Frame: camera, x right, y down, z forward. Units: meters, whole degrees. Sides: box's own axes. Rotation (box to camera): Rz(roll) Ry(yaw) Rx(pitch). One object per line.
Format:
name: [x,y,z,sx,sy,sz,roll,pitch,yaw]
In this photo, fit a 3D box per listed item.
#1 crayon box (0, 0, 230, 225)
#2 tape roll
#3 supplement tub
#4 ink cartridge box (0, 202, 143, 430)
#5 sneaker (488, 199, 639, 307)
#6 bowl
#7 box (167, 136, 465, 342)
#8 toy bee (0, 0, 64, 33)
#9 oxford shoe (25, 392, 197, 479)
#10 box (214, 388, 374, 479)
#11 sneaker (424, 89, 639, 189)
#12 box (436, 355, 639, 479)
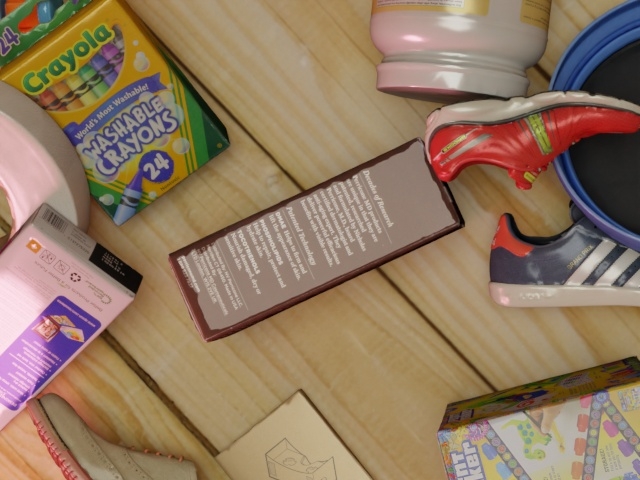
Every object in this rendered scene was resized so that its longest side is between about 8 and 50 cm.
crayon box: [-0.303,-0.206,1.932,0.203,0.083,0.323,-36,111,7]
tape roll: [-0.518,-0.062,1.938,0.392,0.072,0.392,5,123,8]
supplement tub: [0.193,-0.356,1.849,0.241,0.241,0.331,7,91,8]
ink cartridge box: [-0.429,0.121,1.960,0.175,0.069,0.371,38,119,-16]
sneaker: [0.402,0.012,1.873,0.350,0.131,0.148,-1,94,8]
bowl: [0.493,-0.151,1.826,0.391,0.077,0.391,-4,67,8]
box: [0.000,0.000,1.901,0.381,0.191,0.143,-23,87,7]
toy bee: [-0.402,-0.352,1.995,0.195,0.162,0.298,18,117,-1]
oxford shoe: [-0.259,0.350,1.985,0.146,0.140,0.397,-43,87,-15]
box: [-0.029,0.341,1.990,0.164,0.021,0.201,-40,84,6]
sneaker: [0.275,-0.125,1.772,0.279,0.107,0.118,-6,87,7]
box: [0.312,0.279,1.807,0.279,0.290,0.177,-15,89,8]
